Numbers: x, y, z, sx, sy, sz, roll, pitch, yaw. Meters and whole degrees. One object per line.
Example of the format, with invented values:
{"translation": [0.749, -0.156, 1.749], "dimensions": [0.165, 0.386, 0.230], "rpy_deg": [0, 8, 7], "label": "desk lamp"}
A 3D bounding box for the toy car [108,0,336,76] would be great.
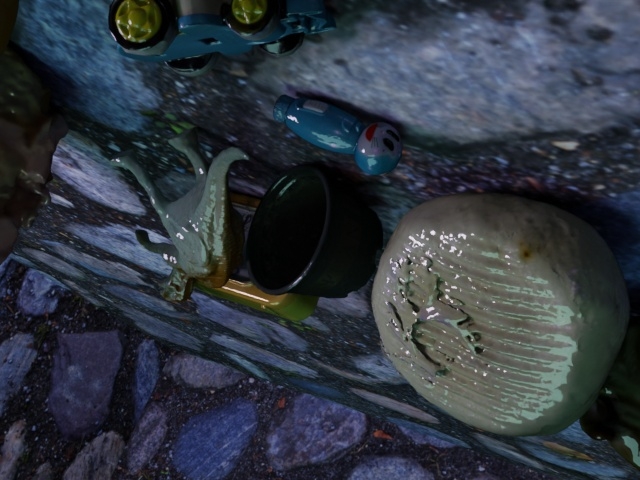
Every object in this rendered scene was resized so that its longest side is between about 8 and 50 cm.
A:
{"translation": [-0.077, -0.186, 0.601], "dimensions": [0.162, 0.098, 0.126], "rpy_deg": [-10, -177, 12], "label": "toy car"}

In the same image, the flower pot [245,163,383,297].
{"translation": [0.000, 0.000, 0.945], "dimensions": [0.107, 0.157, 0.157], "rpy_deg": [20, 168, -34], "label": "flower pot"}

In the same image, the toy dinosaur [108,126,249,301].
{"translation": [-0.146, -0.043, 0.955], "dimensions": [0.393, 0.092, 0.205], "rpy_deg": [-25, 94, 52], "label": "toy dinosaur"}

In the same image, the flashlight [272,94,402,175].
{"translation": [0.016, -0.101, 0.764], "dimensions": [0.129, 0.051, 0.051], "rpy_deg": [22, 163, 12], "label": "flashlight"}

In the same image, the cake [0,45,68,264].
{"translation": [-0.504, -0.099, 1.025], "dimensions": [0.293, 0.306, 0.314], "rpy_deg": [31, 162, -27], "label": "cake"}

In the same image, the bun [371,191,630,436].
{"translation": [0.180, 0.062, 0.821], "dimensions": [0.273, 0.168, 0.272], "rpy_deg": [24, 130, 32], "label": "bun"}

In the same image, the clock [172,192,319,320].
{"translation": [-0.091, 0.018, 1.108], "dimensions": [0.202, 0.143, 0.096], "rpy_deg": [13, 167, 32], "label": "clock"}

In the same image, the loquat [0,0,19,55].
{"translation": [-0.368, -0.206, 0.649], "dimensions": [0.235, 0.234, 0.235], "rpy_deg": [22, 163, 7], "label": "loquat"}

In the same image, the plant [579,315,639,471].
{"translation": [0.348, 0.189, 0.966], "dimensions": [0.251, 0.180, 0.333], "rpy_deg": [25, 163, -15], "label": "plant"}
